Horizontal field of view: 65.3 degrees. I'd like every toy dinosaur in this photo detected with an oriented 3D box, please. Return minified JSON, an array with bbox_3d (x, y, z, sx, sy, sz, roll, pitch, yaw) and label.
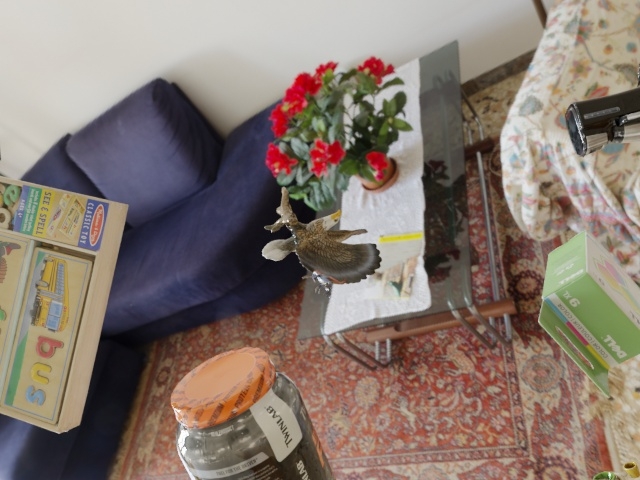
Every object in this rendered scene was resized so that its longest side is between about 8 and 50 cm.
[{"bbox_3d":[0.009,0.089,1.094,0.090,0.047,0.082,-16,34,-1],"label":"toy dinosaur"}]

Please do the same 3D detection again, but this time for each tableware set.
[{"bbox_3d":[0.483,0.419,0.828,0.154,0.024,0.104,-23,-6,-36],"label":"tableware set"}]

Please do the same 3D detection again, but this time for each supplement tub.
[{"bbox_3d":[-0.099,0.360,0.814,0.207,0.337,0.207,-19,16,6],"label":"supplement tub"}]

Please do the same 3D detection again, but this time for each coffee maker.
[{"bbox_3d":[0.654,-0.285,1.125,0.178,0.120,0.171,-11,56,12],"label":"coffee maker"}]

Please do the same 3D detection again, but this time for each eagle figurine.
[{"bbox_3d":[0.007,-0.004,1.423,0.225,0.298,0.226,-14,49,53],"label":"eagle figurine"}]

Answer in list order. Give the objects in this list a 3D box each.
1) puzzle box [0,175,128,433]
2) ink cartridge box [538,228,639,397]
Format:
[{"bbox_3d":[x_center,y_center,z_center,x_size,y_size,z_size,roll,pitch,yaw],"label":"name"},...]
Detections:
[{"bbox_3d":[-0.514,0.104,0.891,0.272,0.052,0.408,12,90,12],"label":"puzzle box"},{"bbox_3d":[0.324,0.074,0.588,0.062,0.109,0.209,-43,-4,33],"label":"ink cartridge box"}]
